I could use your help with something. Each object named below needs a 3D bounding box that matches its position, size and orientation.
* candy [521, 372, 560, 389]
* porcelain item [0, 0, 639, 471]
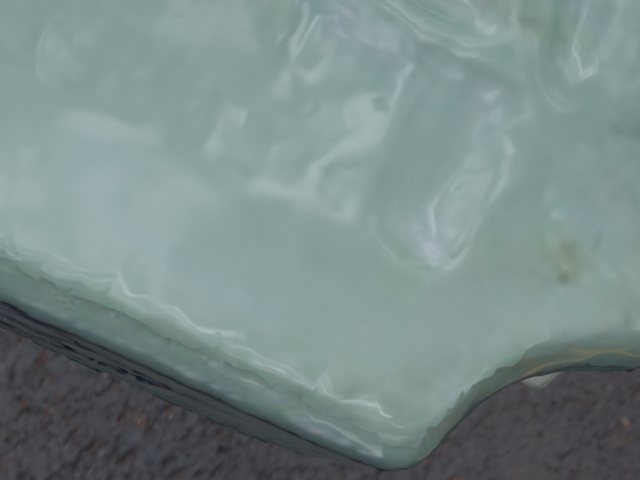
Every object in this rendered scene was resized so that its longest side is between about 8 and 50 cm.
[{"bbox_3d":[0.081,-0.080,1.046,0.358,0.208,0.145,37,38,-3],"label":"candy"},{"bbox_3d":[-0.022,-0.106,0.411,0.286,0.157,0.281,24,82,-18],"label":"porcelain item"}]
